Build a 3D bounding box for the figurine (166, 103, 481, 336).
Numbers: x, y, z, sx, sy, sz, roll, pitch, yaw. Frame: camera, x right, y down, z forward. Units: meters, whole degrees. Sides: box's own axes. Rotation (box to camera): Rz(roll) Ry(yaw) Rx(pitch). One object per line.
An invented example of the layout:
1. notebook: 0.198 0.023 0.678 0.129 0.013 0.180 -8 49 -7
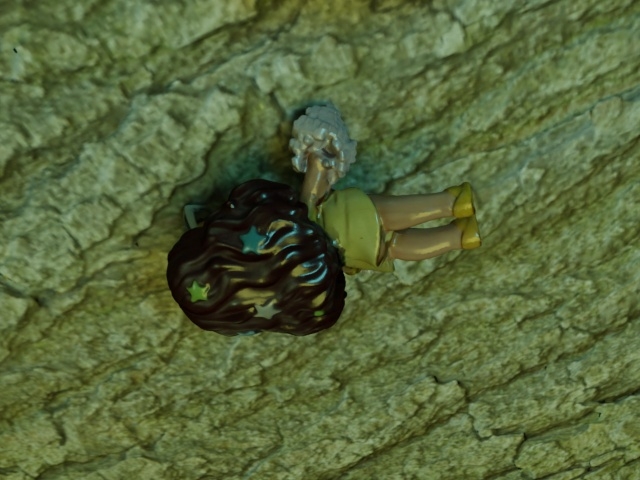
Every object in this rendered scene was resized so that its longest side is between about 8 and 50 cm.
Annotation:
1. figurine: -0.002 0.001 0.533 0.240 0.115 0.174 -19 131 5
